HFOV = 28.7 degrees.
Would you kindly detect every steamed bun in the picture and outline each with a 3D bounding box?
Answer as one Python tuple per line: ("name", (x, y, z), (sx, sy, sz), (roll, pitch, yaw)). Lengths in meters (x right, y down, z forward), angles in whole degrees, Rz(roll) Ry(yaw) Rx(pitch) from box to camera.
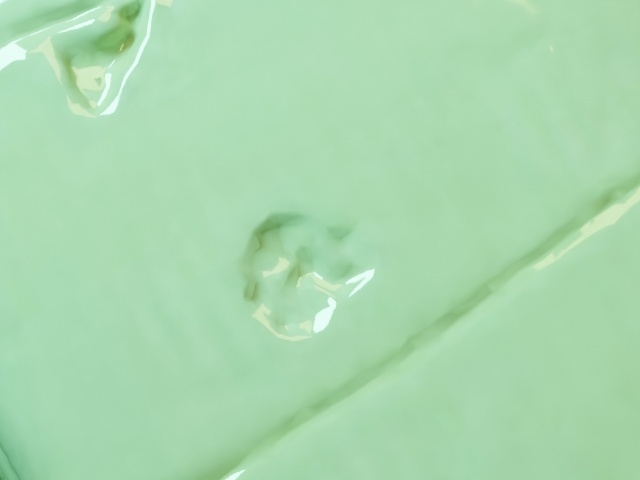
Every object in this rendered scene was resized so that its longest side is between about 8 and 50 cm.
("steamed bun", (0.058, 0.014, 0.537), (0.371, 0.290, 0.456), (-25, 79, -2))
